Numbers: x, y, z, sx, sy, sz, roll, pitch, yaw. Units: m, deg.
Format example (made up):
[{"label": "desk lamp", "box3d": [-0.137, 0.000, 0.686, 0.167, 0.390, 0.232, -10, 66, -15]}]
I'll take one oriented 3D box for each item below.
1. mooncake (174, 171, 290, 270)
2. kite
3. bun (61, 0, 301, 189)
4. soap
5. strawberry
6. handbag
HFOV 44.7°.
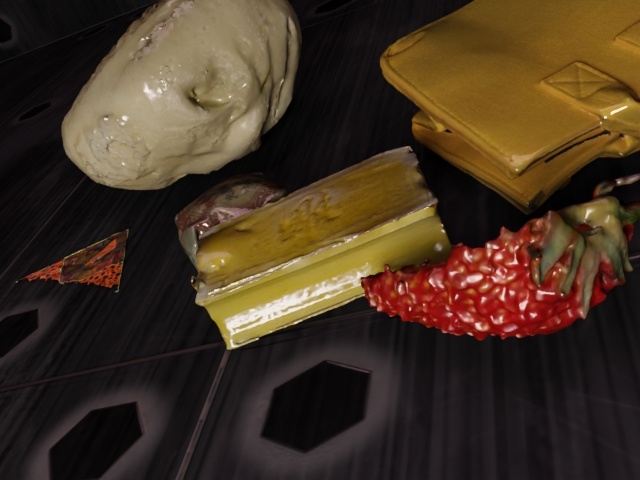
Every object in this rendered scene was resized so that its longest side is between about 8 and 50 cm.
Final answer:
[{"label": "mooncake", "box3d": [-0.094, -0.026, 0.852, 0.130, 0.073, 0.125, -26, 26, -7]}, {"label": "kite", "box3d": [-0.287, 0.020, 0.996, 0.222, 0.008, 0.125, 1, 35, 39]}, {"label": "bun", "box3d": [-0.191, -0.213, 1.095, 0.362, 0.234, 0.326, -46, 25, -7]}, {"label": "soap", "box3d": [0.001, 0.001, 0.726, 0.233, 0.076, 0.135, -21, 29, 5]}, {"label": "strawberry", "box3d": [0.137, 0.030, 0.582, 0.167, 0.087, 0.208, -18, -5, -31]}, {"label": "handbag", "box3d": [0.288, -0.187, 0.775, 0.401, 0.133, 0.283, -29, 33, -8]}]
